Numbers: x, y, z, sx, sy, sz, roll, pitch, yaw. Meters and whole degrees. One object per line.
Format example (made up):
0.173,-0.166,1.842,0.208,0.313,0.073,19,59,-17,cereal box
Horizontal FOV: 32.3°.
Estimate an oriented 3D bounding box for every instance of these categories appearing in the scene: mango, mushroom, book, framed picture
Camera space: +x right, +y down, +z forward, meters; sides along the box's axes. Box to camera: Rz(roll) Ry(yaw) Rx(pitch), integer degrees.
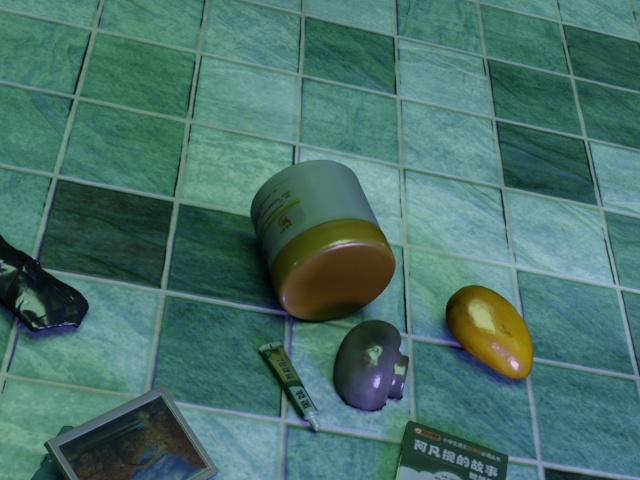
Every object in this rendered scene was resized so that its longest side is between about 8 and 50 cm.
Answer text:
0.344,0.186,2.217,0.145,0.112,0.219,-30,76,-38,mango
0.099,0.225,2.094,0.141,0.117,0.188,11,49,6,mushroom
0.225,0.461,1.969,0.202,0.027,0.264,20,45,-1,book
-0.303,0.356,1.805,0.250,0.016,0.184,-21,71,-45,framed picture

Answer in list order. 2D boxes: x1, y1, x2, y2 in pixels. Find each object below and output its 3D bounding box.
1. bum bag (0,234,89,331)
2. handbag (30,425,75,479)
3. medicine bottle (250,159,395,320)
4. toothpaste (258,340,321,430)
-0.562,0.067,2.019,0.310,0.074,0.137,35,37,12,bum bag
-0.397,0.404,1.780,0.144,0.057,0.221,20,45,4,handbag
0.000,0.000,2.170,0.238,0.238,0.232,-4,48,-23,medicine bottle
-0.052,0.268,2.046,0.049,0.031,0.204,-12,51,-29,toothpaste
